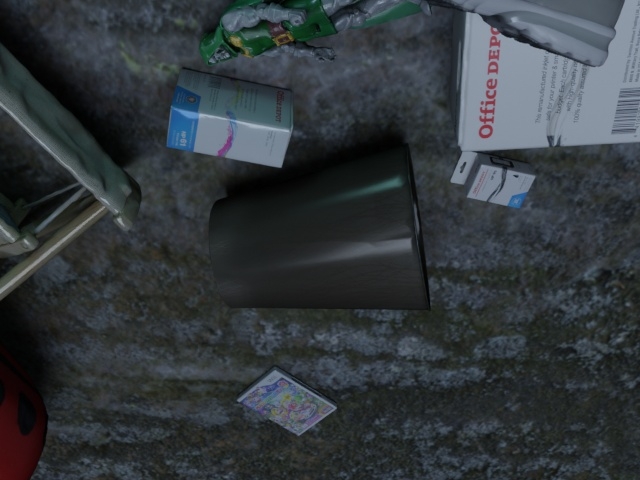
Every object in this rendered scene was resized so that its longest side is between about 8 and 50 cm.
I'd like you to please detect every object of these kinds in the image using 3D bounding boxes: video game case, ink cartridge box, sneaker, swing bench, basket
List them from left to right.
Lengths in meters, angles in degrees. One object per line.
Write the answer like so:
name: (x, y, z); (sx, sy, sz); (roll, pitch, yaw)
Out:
swing bench: (-0.358, -0.084, 0.814); (0.254, 0.165, 0.253); (-30, 122, 14)
ink cartridge box: (-0.093, -0.128, 0.824); (0.122, 0.088, 0.052); (9, 127, -8)
video game case: (-0.049, 0.237, 1.158); (0.122, 0.011, 0.087); (36, 120, -25)
basket: (0.000, 0.000, 0.892); (0.227, 0.154, 0.204); (-7, 127, 9)
sneaker: (0.132, -0.235, 0.623); (0.281, 0.105, 0.115); (13, 106, -30)
ink cartridge box: (0.198, -0.071, 0.911); (0.083, 0.028, 0.048); (11, 127, -9)
ink cartridge box: (0.250, -0.188, 0.776); (0.237, 0.100, 0.172); (-3, 126, 1)

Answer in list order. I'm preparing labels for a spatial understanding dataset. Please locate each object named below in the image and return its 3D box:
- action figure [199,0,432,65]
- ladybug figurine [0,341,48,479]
action figure: (-0.013, -0.216, 0.765); (0.232, 0.063, 0.137); (-13, 159, 18)
ladybug figurine: (-0.465, 0.177, 0.949); (0.162, 0.305, 0.449); (-35, 146, -13)
